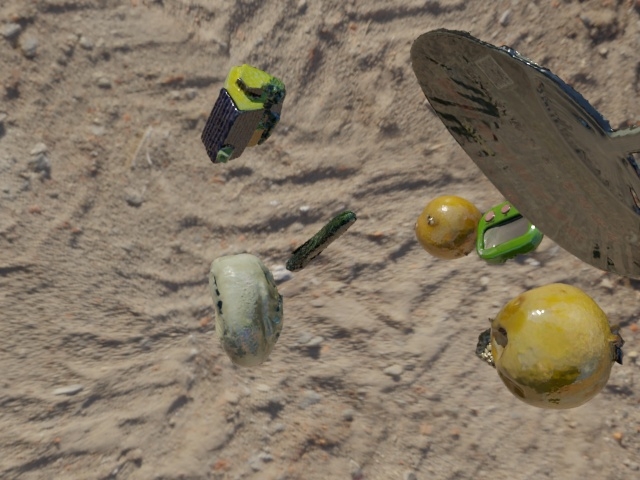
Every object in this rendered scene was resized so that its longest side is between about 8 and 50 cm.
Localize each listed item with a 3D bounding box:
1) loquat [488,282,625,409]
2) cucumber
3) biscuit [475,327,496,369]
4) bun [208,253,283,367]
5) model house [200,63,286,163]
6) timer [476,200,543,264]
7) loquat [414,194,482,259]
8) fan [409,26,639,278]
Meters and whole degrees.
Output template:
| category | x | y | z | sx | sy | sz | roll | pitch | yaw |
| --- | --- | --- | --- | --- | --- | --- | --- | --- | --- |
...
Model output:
| category | x | y | z | sx | sy | sz | roll | pitch | yaw |
| --- | --- | --- | --- | --- | --- | --- | --- | --- | --- |
| loquat | 0.432 | 0.192 | 1.296 | 0.244 | 0.244 | 0.243 | 1 | 82 | -10 |
| cucumber | 0.001 | 0.000 | 1.559 | 0.043 | 0.257 | 0.044 | -1 | 63 | -38 |
| biscuit | 0.411 | 0.248 | 1.510 | 0.082 | 0.168 | 0.070 | -28 | 132 | -33 |
| bun | -0.143 | 0.139 | 1.440 | 0.141 | 0.239 | 0.239 | -9 | 84 | -2 |
| model house | -0.192 | -0.299 | 1.778 | 0.170 | 0.194 | 0.211 | 26 | 43 | -12 |
| timer | 0.363 | -0.019 | 1.361 | 0.047 | 0.140 | 0.128 | 35 | 49 | -28 |
| loquat | 0.269 | -0.026 | 1.480 | 0.141 | 0.141 | 0.141 | 1 | 82 | -10 |
| fan | 0.136 | -0.073 | 0.450 | 0.012 | 0.294 | 0.223 | -43 | 69 | -6 |
